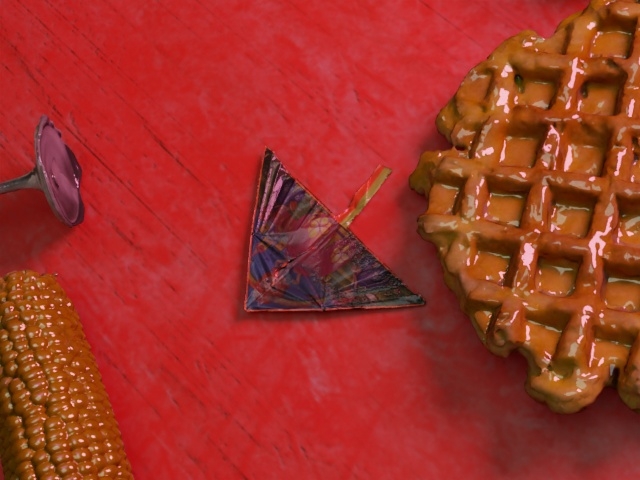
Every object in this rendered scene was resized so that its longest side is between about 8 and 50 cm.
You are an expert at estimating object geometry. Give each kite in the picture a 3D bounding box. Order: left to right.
[{"bbox_3d":[0.000,0.000,0.866,0.159,0.010,0.190,-42,68,-5],"label":"kite"}]

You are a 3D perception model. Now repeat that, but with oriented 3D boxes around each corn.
[{"bbox_3d":[-0.191,0.143,0.817,0.091,0.091,0.260,-42,58,42],"label":"corn"}]

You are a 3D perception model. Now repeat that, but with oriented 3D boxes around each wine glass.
[{"bbox_3d":[-0.291,-0.036,0.899,0.182,0.122,0.122,-15,67,3],"label":"wine glass"}]

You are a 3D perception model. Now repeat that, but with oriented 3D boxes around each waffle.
[{"bbox_3d":[0.223,-0.036,0.784,0.302,0.068,0.325,-32,61,2],"label":"waffle"}]
